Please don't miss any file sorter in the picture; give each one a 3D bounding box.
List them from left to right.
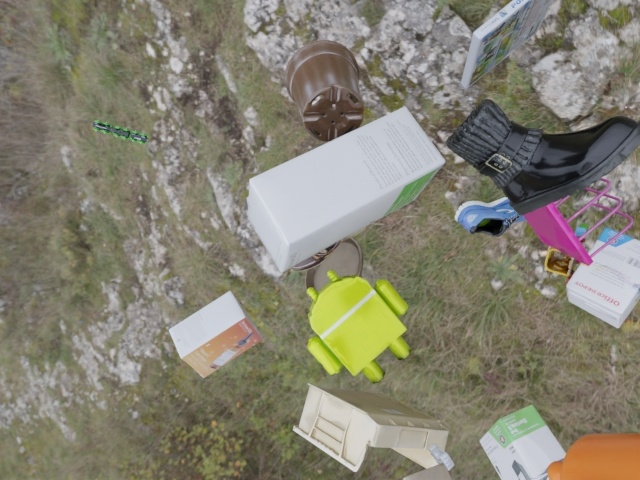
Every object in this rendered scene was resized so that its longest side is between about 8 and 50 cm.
[{"bbox_3d":[0.664,-0.119,1.289,0.182,0.202,0.291,-42,110,6],"label":"file sorter"}]

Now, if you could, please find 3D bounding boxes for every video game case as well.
[{"bbox_3d":[0.571,-0.633,1.442,0.300,0.329,0.036,-38,79,4],"label":"video game case"}]

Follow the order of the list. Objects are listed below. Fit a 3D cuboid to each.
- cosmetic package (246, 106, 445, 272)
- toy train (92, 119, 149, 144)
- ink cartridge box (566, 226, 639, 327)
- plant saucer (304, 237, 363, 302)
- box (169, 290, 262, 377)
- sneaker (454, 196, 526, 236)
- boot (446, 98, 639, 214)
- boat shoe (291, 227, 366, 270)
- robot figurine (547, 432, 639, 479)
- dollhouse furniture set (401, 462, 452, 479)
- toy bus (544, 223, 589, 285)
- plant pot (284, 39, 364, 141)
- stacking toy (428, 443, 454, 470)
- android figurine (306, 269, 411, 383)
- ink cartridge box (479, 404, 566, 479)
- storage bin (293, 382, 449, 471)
[{"bbox_3d":[0.043,-0.103,0.977,0.155,0.365,0.197,57,164,11],"label":"cosmetic package"},{"bbox_3d":[-0.295,-0.160,0.705,0.083,0.024,0.017,15,98,-6],"label":"toy train"},{"bbox_3d":[0.914,0.119,1.483,0.171,0.168,0.233,34,86,38],"label":"ink cartridge box"},{"bbox_3d":[0.052,0.110,1.706,0.278,0.041,0.278,-27,49,36],"label":"plant saucer"},{"bbox_3d":[-0.248,0.226,1.138,0.091,0.170,0.130,51,170,37],"label":"box"},{"bbox_3d":[0.686,-0.076,1.801,0.130,0.330,0.147,91,165,-47],"label":"sneaker"},{"bbox_3d":[0.443,-0.211,0.985,0.260,0.131,0.348,46,148,-2],"label":"boot"},{"bbox_3d":[0.000,0.000,1.558,0.342,0.123,0.123,-32,82,30],"label":"boat shoe"},{"bbox_3d":[0.326,0.251,0.451,0.158,0.128,0.219,37,149,-6],"label":"robot figurine"},{"bbox_3d":[0.131,0.548,0.686,0.286,0.198,0.303,96,156,-47],"label":"dollhouse furniture set"},{"bbox_3d":[0.851,0.041,1.658,0.104,0.202,0.191,18,74,31],"label":"toy bus"},{"bbox_3d":[0.015,-0.301,0.991,0.167,0.167,0.165,-49,35,33],"label":"plant pot"},{"bbox_3d":[0.222,0.542,0.943,0.221,0.167,0.052,59,163,-12],"label":"stacking toy"},{"bbox_3d":[0.082,0.194,1.105,0.248,0.056,0.273,-42,96,-4],"label":"android figurine"},{"bbox_3d":[0.560,0.604,1.236,0.198,0.114,0.273,90,158,-51],"label":"ink cartridge box"},{"bbox_3d":[0.123,0.451,1.141,0.260,0.262,0.123,5,77,54],"label":"storage bin"}]
